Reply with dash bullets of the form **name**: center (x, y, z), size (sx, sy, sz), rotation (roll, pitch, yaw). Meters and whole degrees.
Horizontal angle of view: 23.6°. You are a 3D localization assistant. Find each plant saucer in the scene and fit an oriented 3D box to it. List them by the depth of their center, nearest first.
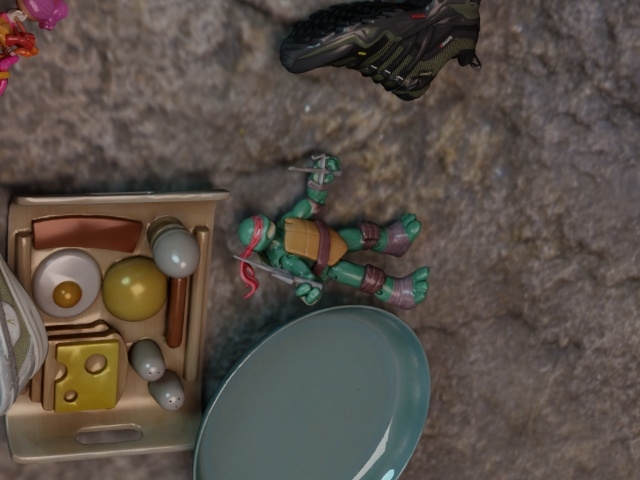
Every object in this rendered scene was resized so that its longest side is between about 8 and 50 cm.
- **plant saucer**: center (-0.014, 0.208, 1.725), size (0.317, 0.043, 0.318), rotation (-18, 123, -30)

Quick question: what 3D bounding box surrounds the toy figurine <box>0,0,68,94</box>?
- **toy figurine**: center (-0.296, -0.214, 1.411), size (0.159, 0.130, 0.173), rotation (-39, 113, -12)

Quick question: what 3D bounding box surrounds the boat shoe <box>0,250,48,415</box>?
- **boat shoe**: center (-0.370, 0.020, 1.464), size (0.118, 0.103, 0.320), rotation (-20, 110, 13)

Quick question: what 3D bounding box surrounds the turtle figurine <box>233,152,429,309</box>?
- **turtle figurine**: center (0.000, 0.000, 1.631), size (0.234, 0.118, 0.175), rotation (14, 67, -28)

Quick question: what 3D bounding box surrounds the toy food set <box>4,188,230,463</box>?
- **toy food set**: center (-0.211, 0.088, 1.595), size (0.219, 0.092, 0.306), rotation (-3, 114, -21)

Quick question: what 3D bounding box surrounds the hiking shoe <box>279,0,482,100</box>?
- **hiking shoe**: center (0.070, -0.190, 1.582), size (0.227, 0.086, 0.114), rotation (-16, 115, -15)
